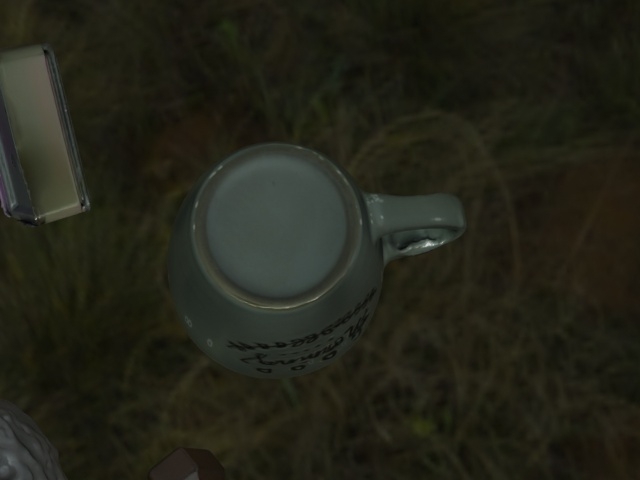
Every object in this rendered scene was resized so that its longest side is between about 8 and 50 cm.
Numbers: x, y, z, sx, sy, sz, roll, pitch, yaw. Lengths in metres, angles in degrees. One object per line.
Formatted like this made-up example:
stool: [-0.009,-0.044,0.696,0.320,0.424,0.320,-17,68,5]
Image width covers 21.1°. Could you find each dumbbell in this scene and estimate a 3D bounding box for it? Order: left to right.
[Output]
dumbbell: [-0.102,0.315,1.825,0.082,0.092,0.231,-16,43,-32]

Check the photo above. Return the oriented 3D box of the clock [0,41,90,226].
clock: [-0.325,-0.119,1.898,0.071,0.192,0.147,-16,11,-21]

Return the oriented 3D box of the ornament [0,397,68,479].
ornament: [-0.458,0.330,2.028,0.337,0.337,0.337,-6,49,8]

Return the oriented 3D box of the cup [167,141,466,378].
cup: [0.000,0.000,1.414,0.258,0.234,0.186,-15,80,-6]
